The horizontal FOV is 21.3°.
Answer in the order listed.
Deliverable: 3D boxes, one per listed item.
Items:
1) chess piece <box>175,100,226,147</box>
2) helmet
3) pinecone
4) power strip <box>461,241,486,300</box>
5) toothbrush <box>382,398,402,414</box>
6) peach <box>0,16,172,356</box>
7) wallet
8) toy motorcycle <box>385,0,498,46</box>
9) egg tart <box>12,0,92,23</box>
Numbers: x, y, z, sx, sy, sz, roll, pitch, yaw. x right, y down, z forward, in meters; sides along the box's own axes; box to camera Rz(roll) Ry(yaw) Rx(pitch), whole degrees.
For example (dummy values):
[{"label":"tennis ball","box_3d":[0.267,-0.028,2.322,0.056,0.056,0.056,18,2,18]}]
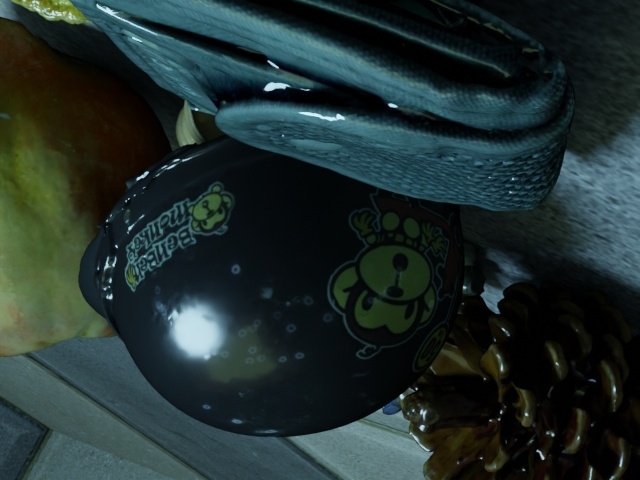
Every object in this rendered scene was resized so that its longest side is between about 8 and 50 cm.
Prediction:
[{"label":"chess piece","box_3d":[-0.068,-0.082,1.151,0.066,0.066,0.122,30,168,-10]},{"label":"helmet","box_3d":[-0.026,0.047,1.114,0.279,0.160,0.230,-35,142,28]},{"label":"pinecone","box_3d":[0.149,0.112,1.209,0.212,0.169,0.185,16,151,-23]},{"label":"power strip","box_3d":[0.001,-0.003,1.328,0.285,0.048,0.080,20,162,32]},{"label":"toothbrush","box_3d":[0.097,0.127,1.599,0.042,0.035,0.413,25,165,-1]},{"label":"peach","box_3d":[-0.222,-0.045,1.256,0.232,0.232,0.257,7,117,52]},{"label":"wallet","box_3d":[0.006,-0.074,0.846,0.237,0.075,0.342,19,176,7]},{"label":"toy motorcycle","box_3d":[0.022,-0.134,0.848,0.173,0.058,0.100,18,169,35]},{"label":"egg tart","box_3d":[-0.178,-0.176,1.077,0.105,0.039,0.105,26,165,8]}]
